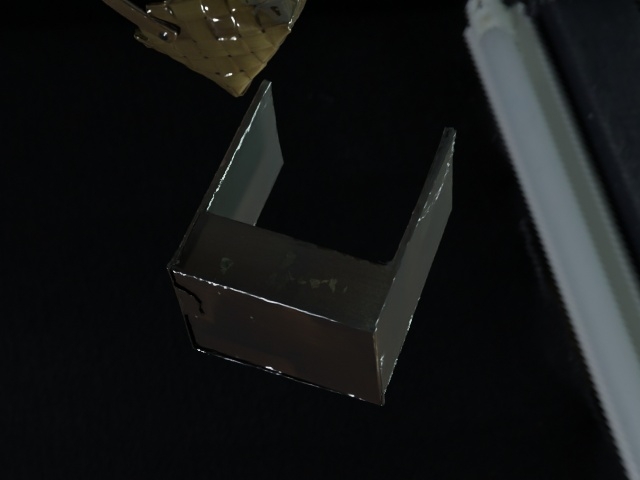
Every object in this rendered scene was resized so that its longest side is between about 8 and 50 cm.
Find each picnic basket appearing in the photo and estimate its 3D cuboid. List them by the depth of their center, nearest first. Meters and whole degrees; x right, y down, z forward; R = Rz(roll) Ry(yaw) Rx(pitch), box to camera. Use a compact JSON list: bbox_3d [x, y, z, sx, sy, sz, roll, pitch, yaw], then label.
[{"bbox_3d":[-0.100,-0.201,1.016,0.179,0.138,0.128,27,-122,-13],"label":"picnic basket"}]

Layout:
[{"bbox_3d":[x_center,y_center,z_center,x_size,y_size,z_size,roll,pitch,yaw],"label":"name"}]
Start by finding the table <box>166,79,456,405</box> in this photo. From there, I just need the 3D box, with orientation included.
[{"bbox_3d":[0.000,0.000,1.627,0.251,0.196,0.282,15,-118,15],"label":"table"}]
